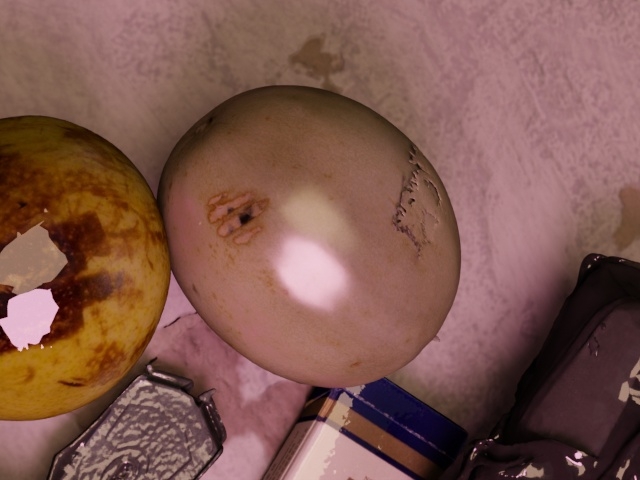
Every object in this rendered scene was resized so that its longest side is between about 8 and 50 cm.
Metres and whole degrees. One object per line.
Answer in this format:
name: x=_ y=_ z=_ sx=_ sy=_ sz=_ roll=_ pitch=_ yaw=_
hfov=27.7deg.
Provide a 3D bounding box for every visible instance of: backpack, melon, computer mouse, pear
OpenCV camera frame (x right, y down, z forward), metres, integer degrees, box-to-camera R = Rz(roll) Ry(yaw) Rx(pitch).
backpack: x=0.309 y=0.244 z=1.377 sx=0.363 sy=0.254 sz=0.446 roll=36 pitch=76 yaw=-33
melon: x=0.000 y=0.000 z=1.272 sx=0.330 sy=0.268 sz=0.268 roll=46 pitch=75 yaw=-20
computer mouse: x=-0.192 y=0.229 z=1.304 sx=0.126 sy=0.071 sz=0.231 roll=40 pitch=70 yaw=1
pear: x=-0.274 y=0.026 z=1.172 sx=0.283 sy=0.283 sz=0.284 roll=1 pitch=88 yaw=-20

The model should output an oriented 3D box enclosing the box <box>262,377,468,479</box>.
box: x=0.026 y=0.269 z=1.378 sx=0.168 sy=0.071 sz=0.259 roll=35 pitch=77 yaw=-16
